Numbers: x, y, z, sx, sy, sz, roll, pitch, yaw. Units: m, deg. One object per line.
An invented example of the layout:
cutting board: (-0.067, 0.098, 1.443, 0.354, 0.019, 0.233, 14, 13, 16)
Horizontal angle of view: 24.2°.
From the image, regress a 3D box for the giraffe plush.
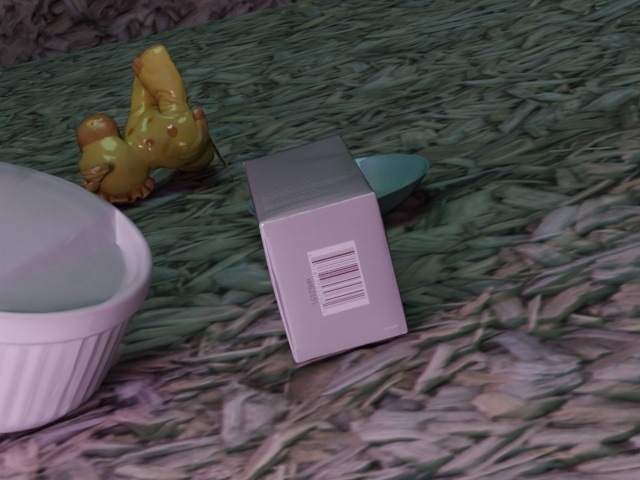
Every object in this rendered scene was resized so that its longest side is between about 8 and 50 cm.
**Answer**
giraffe plush: (-0.229, -0.118, 1.866, 0.170, 0.181, 0.210, -27, 52, -8)

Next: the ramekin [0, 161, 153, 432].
ramekin: (-0.278, 0.044, 1.199, 0.273, 0.127, 0.273, 13, 24, -6)

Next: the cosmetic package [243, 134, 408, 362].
cosmetic package: (0.000, 0.000, 1.267, 0.107, 0.127, 0.238, -16, 14, -4)

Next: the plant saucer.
plant saucer: (0.022, -0.042, 1.549, 0.195, 0.037, 0.195, -13, 15, 4)
